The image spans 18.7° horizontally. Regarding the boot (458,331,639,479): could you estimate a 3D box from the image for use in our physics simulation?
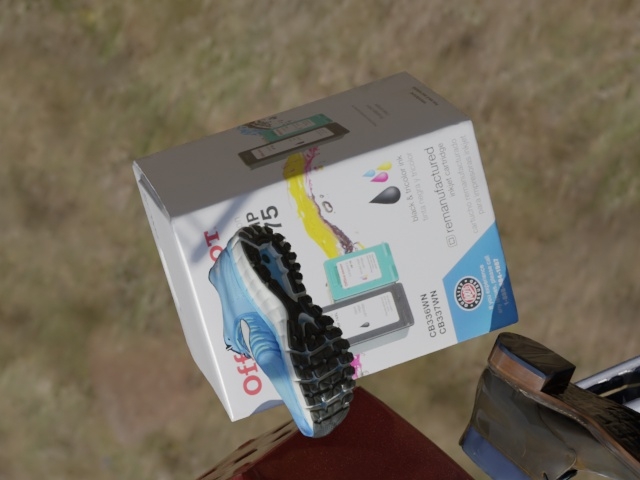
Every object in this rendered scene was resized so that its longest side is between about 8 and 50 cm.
[{"bbox_3d":[0.207,0.177,1.578,0.082,0.106,0.219,0,-147,-50],"label":"boot"}]

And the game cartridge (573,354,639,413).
[{"bbox_3d":[0.344,0.143,1.681,0.196,0.060,0.294,24,145,-32],"label":"game cartridge"}]

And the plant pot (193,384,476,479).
[{"bbox_3d":[-0.006,0.287,1.717,0.267,0.267,0.235,-31,92,44],"label":"plant pot"}]

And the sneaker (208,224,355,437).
[{"bbox_3d":[-0.032,0.072,1.425,0.063,0.162,0.073,-10,161,-46],"label":"sneaker"}]

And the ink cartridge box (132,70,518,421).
[{"bbox_3d":[0.000,0.000,1.713,0.197,0.270,0.198,-132,24,-67],"label":"ink cartridge box"}]
